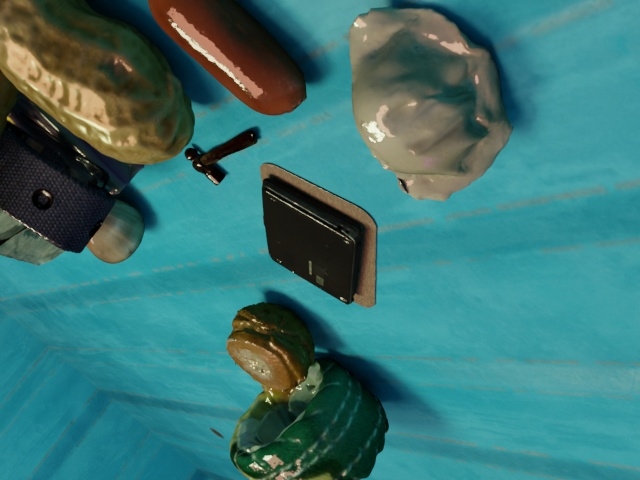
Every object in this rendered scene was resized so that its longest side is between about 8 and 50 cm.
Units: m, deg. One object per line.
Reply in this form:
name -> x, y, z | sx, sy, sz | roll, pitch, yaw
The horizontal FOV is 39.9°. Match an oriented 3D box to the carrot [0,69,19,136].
carrot -> -0.508, -0.174, 1.115 | 0.224, 0.341, 0.224 | 32, 174, 4

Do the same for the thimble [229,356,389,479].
thimble -> -0.023, 0.332, 1.534 | 0.167, 0.254, 0.288 | 47, 172, -16

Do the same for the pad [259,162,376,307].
pad -> 0.000, 0.000, 1.203 | 0.176, 0.002, 0.266 | 28, 154, 18

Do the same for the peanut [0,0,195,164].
peanut -> -0.281, -0.217, 1.020 | 0.325, 0.140, 0.153 | 47, 137, -14

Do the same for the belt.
belt -> -0.405, -0.091, 1.260 | 0.230, 0.126, 0.139 | 34, -178, 4

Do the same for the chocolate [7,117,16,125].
chocolate -> -0.562, -0.252, 1.387 | 0.219, 0.086, 0.086 | 33, 155, 3

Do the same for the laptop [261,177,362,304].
laptop -> -0.015, 0.006, 1.196 | 0.153, 0.026, 0.207 | 29, 155, 13

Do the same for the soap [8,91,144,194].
soap -> -0.373, -0.155, 1.327 | 0.122, 0.065, 0.203 | -2, 136, 52

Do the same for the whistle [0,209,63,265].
whistle -> -0.535, -0.065, 1.516 | 0.188, 0.168, 0.405 | 46, 175, 42

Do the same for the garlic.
garlic -> -0.374, -0.026, 1.527 | 0.266, 0.128, 0.149 | 137, 113, -75

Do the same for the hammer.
hammer -> -0.119, -0.114, 1.137 | 0.065, 0.021, 0.178 | 44, 152, -18

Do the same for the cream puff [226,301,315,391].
cream puff -> -0.079, 0.171, 1.477 | 0.150, 0.115, 0.165 | 9, 136, 33

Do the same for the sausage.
sausage -> -0.093, -0.199, 0.885 | 0.194, 0.077, 0.077 | 41, 155, -15

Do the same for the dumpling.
dumpling -> 0.095, -0.119, 0.764 | 0.127, 0.108, 0.188 | -15, 111, 31
